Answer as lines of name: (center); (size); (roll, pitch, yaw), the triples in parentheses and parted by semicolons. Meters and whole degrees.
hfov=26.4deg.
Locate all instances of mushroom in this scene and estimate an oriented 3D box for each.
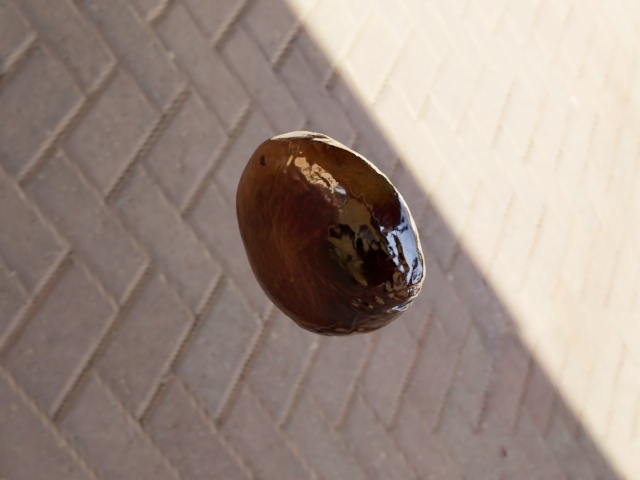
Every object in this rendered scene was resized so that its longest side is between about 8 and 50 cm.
mushroom: (0.000, 0.000, 0.738); (0.052, 0.123, 0.123); (-38, 101, -41)
